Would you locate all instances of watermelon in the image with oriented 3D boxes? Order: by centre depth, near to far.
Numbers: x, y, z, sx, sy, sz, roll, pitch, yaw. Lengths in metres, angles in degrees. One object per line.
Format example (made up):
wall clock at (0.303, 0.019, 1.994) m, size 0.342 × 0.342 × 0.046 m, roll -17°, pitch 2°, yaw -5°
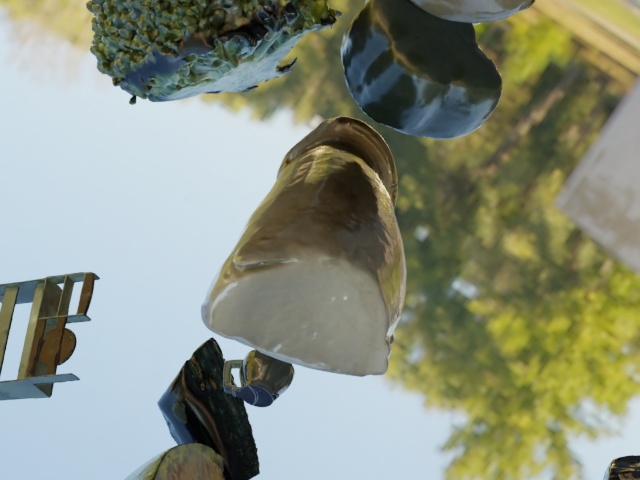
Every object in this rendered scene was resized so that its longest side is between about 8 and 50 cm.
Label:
watermelon at (-0.204, 0.375, 2.066) m, size 0.176 × 0.260 × 0.256 m, roll 55°, pitch -146°, yaw 6°

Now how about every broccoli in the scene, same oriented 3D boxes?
broccoli at (-0.115, -0.246, 1.664) m, size 0.273 × 0.242 × 0.180 m, roll -11°, pitch -100°, yaw -78°

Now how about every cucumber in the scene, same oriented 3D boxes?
cucumber at (-0.157, 0.241, 2.194) m, size 0.193 × 0.115 × 0.086 m, roll 65°, pitch -158°, yaw -6°

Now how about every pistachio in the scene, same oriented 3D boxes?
pistachio at (0.122, -0.244, 1.442) m, size 0.149 × 0.113 × 0.113 m, roll 20°, pitch -170°, yaw -5°

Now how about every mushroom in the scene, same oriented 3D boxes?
mushroom at (0.008, 0.003, 1.478) m, size 0.154 × 0.137 × 0.407 m, roll 11°, pitch -158°, yaw 5°

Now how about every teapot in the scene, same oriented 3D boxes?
teapot at (-0.080, 0.170, 2.031) m, size 0.088 × 0.066 × 0.057 m, roll 8°, pitch -134°, yaw 15°

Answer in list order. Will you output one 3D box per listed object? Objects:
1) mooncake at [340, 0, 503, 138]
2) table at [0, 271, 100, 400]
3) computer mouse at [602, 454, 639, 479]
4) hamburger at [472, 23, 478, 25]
mooncake at (0.108, -0.186, 1.613) m, size 0.168 × 0.104 × 0.175 m, roll -31°, pitch -103°, yaw -38°
table at (-0.361, 0.124, 2.124) m, size 0.175 × 0.146 × 0.062 m, roll -6°, pitch 149°, yaw 23°
computer mouse at (0.386, 0.281, 1.539) m, size 0.269 × 0.170 × 0.100 m, roll 0°, pitch -176°, yaw 14°
hamburger at (0.166, -0.387, 1.749) m, size 0.174 × 0.304 × 0.284 m, roll 31°, pitch 158°, yaw 41°
